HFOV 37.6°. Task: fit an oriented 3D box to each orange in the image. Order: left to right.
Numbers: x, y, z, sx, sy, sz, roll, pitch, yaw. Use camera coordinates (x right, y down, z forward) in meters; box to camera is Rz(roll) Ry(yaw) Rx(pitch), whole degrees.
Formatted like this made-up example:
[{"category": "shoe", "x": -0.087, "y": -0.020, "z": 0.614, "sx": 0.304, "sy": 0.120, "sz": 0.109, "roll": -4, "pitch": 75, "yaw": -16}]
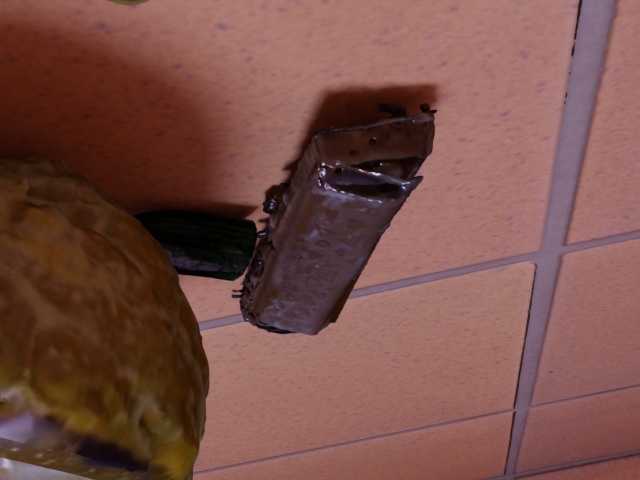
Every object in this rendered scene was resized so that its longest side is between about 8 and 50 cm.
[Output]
[{"category": "orange", "x": -0.195, "y": 0.068, "z": 0.580, "sx": 0.271, "sy": 0.210, "sz": 0.368, "roll": 17, "pitch": 151, "yaw": -3}]

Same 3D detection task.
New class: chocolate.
[{"category": "chocolate", "x": 0.004, "y": 0.005, "z": 0.709, "sx": 0.102, "sy": 0.065, "sz": 0.329, "roll": -4, "pitch": 157, "yaw": -15}]

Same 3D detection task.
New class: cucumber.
[{"category": "cucumber", "x": -0.101, "y": 0.001, "z": 0.680, "sx": 0.105, "sy": 0.048, "sz": 0.048, "roll": 8, "pitch": 150, "yaw": -29}]

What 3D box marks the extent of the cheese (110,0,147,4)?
[{"category": "cheese", "x": -0.045, "y": -0.151, "z": 0.379, "sx": 0.162, "sy": 0.036, "sz": 0.086, "roll": -22, "pitch": 154, "yaw": 26}]
